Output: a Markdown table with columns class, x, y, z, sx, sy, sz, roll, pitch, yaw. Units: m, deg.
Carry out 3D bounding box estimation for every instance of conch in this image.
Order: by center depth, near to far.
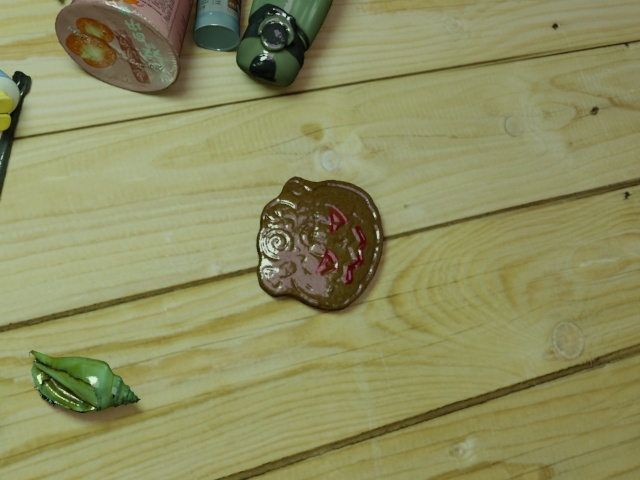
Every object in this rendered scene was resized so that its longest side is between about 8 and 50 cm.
| class | x | y | z | sx | sy | sz | roll | pitch | yaw |
| --- | --- | --- | --- | --- | --- | --- | --- | --- | --- |
| conch | -0.414 | 0.251 | 1.192 | 0.200 | 0.079 | 0.095 | 7 | 84 | 7 |

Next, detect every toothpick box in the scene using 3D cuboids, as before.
| class | x | y | z | sx | sy | sz | roll | pitch | yaw |
| --- | --- | --- | --- | --- | --- | --- | --- | --- | --- |
| toothpick box | -0.215 | -0.495 | 1.452 | 0.101 | 0.101 | 0.153 | 4 | 73 | -12 |

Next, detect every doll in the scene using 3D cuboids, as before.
| class | x | y | z | sx | sy | sz | roll | pitch | yaw |
| --- | --- | --- | --- | --- | --- | --- | --- | --- | --- |
| doll | -0.655 | -0.300 | 1.278 | 0.241 | 0.135 | 0.099 | 35 | 66 | 12 |

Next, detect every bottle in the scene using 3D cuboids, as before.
| class | x | y | z | sx | sy | sz | roll | pitch | yaw |
| --- | --- | --- | --- | --- | --- | --- | --- | --- | --- |
| bottle | -0.069 | -0.483 | 1.451 | 0.168 | 0.168 | 0.347 | 20 | 73 | -7 |

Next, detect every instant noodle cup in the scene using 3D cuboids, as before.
| class | x | y | z | sx | sy | sz | roll | pitch | yaw |
| --- | --- | --- | --- | --- | --- | --- | --- | --- | --- |
| instant noodle cup | -0.362 | -0.457 | 1.342 | 0.242 | 0.243 | 0.231 | 16 | 65 | -8 |

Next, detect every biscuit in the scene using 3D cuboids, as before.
| class | x | y | z | sx | sy | sz | roll | pitch | yaw |
| --- | --- | --- | --- | --- | --- | --- | --- | --- | --- |
| biscuit | 0.000 | -0.001 | 1.382 | 0.257 | 0.049 | 0.273 | 14 | 69 | -8 |

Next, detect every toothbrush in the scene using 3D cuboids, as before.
| class | x | y | z | sx | sy | sz | roll | pitch | yaw |
| --- | --- | --- | --- | --- | --- | --- | --- | --- | --- |
| toothbrush | -0.602 | -0.190 | 1.307 | 0.030 | 0.030 | 0.298 | 2 | 73 | 14 |
